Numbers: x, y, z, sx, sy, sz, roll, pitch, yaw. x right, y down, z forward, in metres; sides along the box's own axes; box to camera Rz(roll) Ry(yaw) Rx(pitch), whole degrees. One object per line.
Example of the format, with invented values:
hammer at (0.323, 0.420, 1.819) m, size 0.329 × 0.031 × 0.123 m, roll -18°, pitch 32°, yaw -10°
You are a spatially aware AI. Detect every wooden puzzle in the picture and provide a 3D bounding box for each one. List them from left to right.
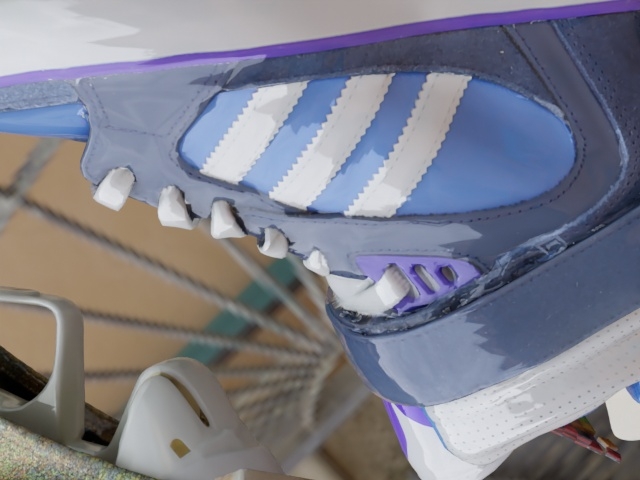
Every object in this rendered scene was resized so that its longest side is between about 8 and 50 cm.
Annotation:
wooden puzzle at (0.140, 0.104, 1.061) m, size 0.083 × 0.006 × 0.049 m, roll 26°, pitch -166°, yaw -18°

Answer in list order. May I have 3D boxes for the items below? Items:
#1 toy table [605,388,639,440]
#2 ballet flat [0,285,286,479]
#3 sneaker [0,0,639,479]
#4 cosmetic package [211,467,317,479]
toy table at (0.286, 0.050, 1.430) m, size 0.160 × 0.252 × 0.274 m, roll -4°, pitch 103°, yaw 30°
ballet flat at (-0.111, 0.091, 0.836) m, size 0.348 × 0.123 × 0.123 m, roll 21°, pitch 156°, yaw 21°
sneaker at (0.000, 0.000, 0.679) m, size 0.130 × 0.322 × 0.236 m, roll -117°, pitch 21°, yaw -70°
cosmetic package at (-0.007, 0.121, 0.460) m, size 0.060 × 0.115 × 0.041 m, roll 13°, pitch 153°, yaw -36°
